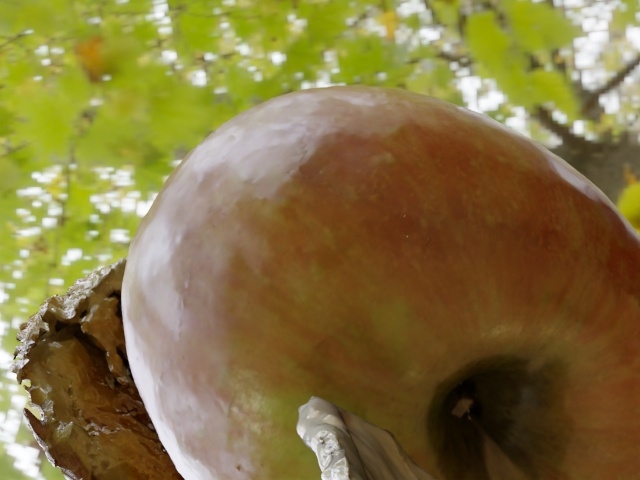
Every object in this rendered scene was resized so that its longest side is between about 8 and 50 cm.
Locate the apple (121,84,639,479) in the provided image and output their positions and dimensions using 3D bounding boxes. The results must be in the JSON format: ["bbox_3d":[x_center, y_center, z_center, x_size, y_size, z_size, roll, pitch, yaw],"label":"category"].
[{"bbox_3d":[0.039,0.053,0.934,0.277,0.250,0.309,-36,-65,-8],"label":"apple"}]

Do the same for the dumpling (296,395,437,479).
[{"bbox_3d":[0.062,0.249,0.688,0.181,0.260,0.341,7,-88,-2],"label":"dumpling"}]

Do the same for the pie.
[{"bbox_3d":[-0.100,0.132,1.259,0.308,0.085,0.308,32,-141,-30],"label":"pie"}]
